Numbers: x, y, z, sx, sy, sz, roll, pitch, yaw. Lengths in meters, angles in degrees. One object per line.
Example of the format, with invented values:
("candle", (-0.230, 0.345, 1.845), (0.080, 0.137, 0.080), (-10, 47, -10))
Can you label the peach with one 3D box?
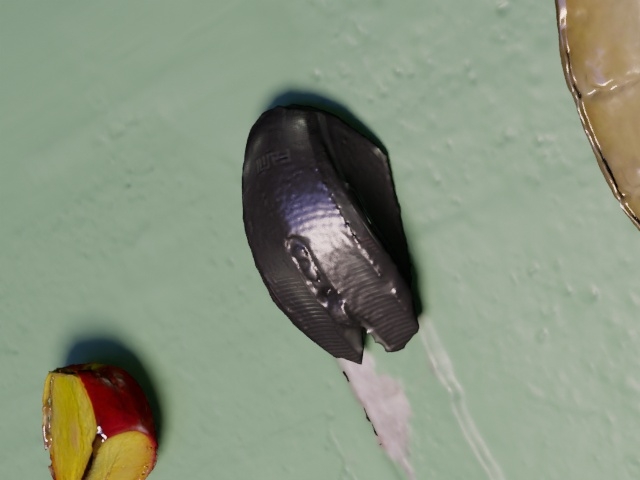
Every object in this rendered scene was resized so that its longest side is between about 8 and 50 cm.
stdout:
("peach", (-0.116, 0.106, 1.004), (0.077, 0.050, 0.083), (8, 103, 54))

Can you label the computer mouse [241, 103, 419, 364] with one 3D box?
("computer mouse", (0.000, 0.000, 0.899), (0.079, 0.047, 0.135), (-16, 101, 35))

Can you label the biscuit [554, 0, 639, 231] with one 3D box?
("biscuit", (0.190, -0.032, 0.775), (0.290, 0.038, 0.141), (42, 124, 12))
